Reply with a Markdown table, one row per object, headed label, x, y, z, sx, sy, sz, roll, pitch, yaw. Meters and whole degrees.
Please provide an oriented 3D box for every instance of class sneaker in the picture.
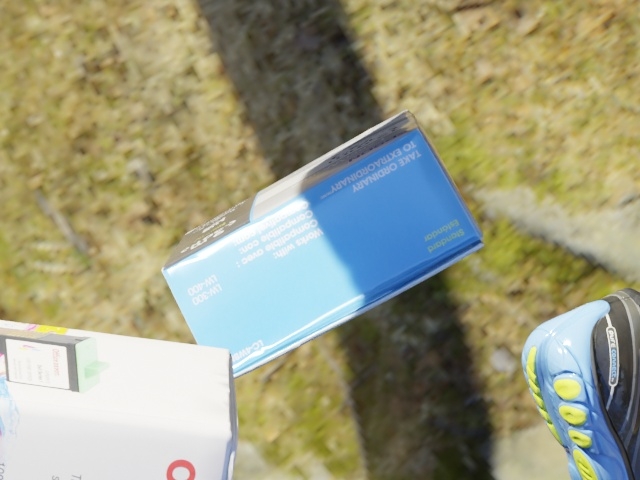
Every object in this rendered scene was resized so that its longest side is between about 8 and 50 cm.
| label | x | y | z | sx | sy | sz | roll | pitch | yaw |
| --- | --- | --- | --- | --- | --- | --- | --- | --- | --- |
| sneaker | 0.157 | 0.099 | 0.929 | 0.067 | 0.078 | 0.188 | 43 | 162 | 50 |

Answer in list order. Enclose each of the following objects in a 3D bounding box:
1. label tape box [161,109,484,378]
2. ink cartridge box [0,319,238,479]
| label | x | y | z | sx | sy | sz | roll | pitch | yaw |
| --- | --- | --- | --- | --- | --- | --- | --- | --- | --- |
| label tape box | 0.000 | 0.000 | 1.644 | 0.249 | 0.347 | 0.115 | -29 | 94 | 4 |
| ink cartridge box | -0.199 | 0.159 | 1.159 | 0.278 | 0.117 | 0.201 | 7 | 112 | -5 |
